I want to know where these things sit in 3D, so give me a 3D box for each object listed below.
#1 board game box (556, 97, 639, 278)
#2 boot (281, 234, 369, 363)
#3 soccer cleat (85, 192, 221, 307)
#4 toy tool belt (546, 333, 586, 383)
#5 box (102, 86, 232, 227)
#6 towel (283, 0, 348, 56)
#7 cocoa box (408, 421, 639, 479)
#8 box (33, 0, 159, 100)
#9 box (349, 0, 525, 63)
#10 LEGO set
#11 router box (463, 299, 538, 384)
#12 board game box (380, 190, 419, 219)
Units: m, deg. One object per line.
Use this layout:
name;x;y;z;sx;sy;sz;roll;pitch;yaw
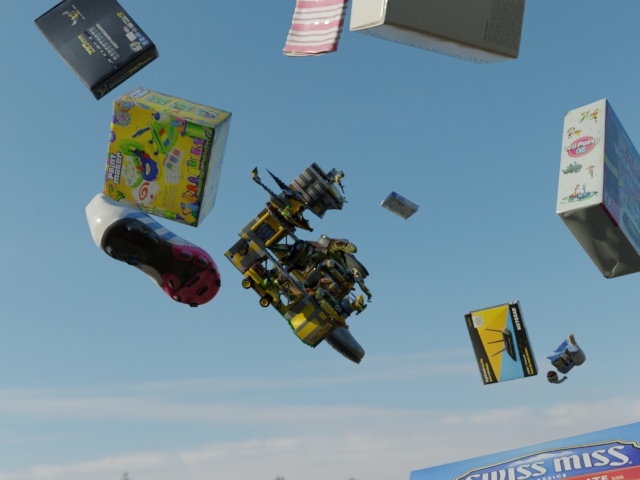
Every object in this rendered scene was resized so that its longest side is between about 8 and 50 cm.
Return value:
board game box;0.591;-0.109;1.539;0.097;0.303;0.224;-19;-50;37
boot;0.039;0.109;1.466;0.161;0.246;0.083;-41;-16;-9
soccer cleat;-0.309;0.013;1.408;0.116;0.143;0.331;-44;-38;1
toy tool belt;0.417;0.203;1.287;0.051;0.083;0.052;55;-11;-25
box;-0.418;-0.230;2.019;0.279;0.177;0.290;17;-65;2
towel;-0.004;-0.485;1.564;0.144;0.197;0.029;8;-7;42
cocoa box;0.216;0.356;0.562;0.231;0.347;0.228;-17;12;16
box;-0.517;-0.466;1.714;0.183;0.232;0.059;-39;-11;-10
box;0.186;-0.355;1.152;0.275;0.113;0.094;6;3;-31
LEGO set;0.000;0.000;1.158;0.192;0.255;0.331;-43;-4;10
router box;0.434;0.246;1.779;0.133;0.179;0.046;-16;0;21
board game box;0.229;-0.100;2.143;0.090;0.020;0.090;30;-22;-7
